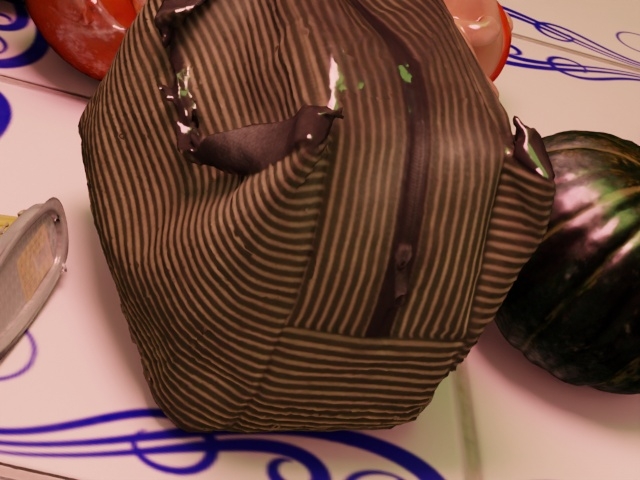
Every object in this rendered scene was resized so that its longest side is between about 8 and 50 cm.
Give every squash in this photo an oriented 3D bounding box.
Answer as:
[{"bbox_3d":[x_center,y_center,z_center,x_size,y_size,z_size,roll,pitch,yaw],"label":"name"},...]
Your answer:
[{"bbox_3d":[0.219,0.017,1.011,0.218,0.172,0.218,29,20,-12],"label":"squash"}]

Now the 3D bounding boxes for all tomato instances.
[{"bbox_3d":[-0.198,-0.209,1.217,0.199,0.112,0.228,59,24,15],"label":"tomato"}]

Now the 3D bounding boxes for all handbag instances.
[{"bbox_3d":[-0.009,-0.058,0.881,0.247,0.240,0.341,2,48,-27],"label":"handbag"}]

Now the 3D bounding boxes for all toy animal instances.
[{"bbox_3d":[0.113,-0.195,1.335,0.171,0.171,0.198,20,36,2],"label":"toy animal"}]

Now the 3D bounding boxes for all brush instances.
[{"bbox_3d":[-0.232,0.059,0.812,0.060,0.068,0.297,2,29,10],"label":"brush"}]
